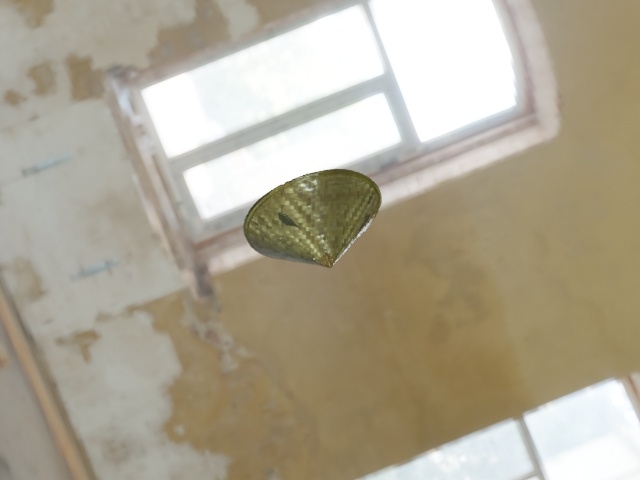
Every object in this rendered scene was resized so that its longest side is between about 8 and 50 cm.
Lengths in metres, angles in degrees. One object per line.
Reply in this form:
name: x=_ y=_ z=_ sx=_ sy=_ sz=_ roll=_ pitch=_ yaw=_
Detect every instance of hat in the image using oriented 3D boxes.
hat: x=0.000 y=0.000 z=1.320 sx=0.146 sy=0.146 sz=0.067 roll=69 pitch=2 yaw=-57
